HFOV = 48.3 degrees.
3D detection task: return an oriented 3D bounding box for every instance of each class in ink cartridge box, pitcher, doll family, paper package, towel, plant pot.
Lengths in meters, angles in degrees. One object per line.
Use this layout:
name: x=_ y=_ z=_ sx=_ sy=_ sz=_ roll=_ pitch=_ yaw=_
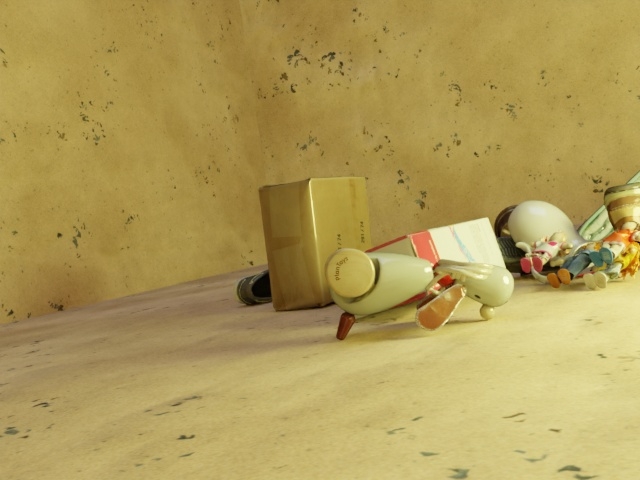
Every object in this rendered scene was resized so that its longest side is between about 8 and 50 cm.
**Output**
ink cartridge box: x=0.208 y=0.058 z=1.492 sx=0.306 sy=0.131 sz=0.226 roll=-9 pitch=-12 yaw=-46
pitcher: x=0.514 y=0.005 z=1.640 sx=0.177 sy=0.126 sz=0.207 roll=-28 pitch=45 yaw=-19
doll family: x=0.551 y=0.041 z=1.458 sx=0.163 sy=0.118 sz=0.263 roll=-31 pitch=13 yaw=-34
paper package: x=0.000 y=0.000 z=1.896 sx=0.168 sy=0.325 sz=0.309 roll=-7 pitch=1 yaw=32
towel: x=0.934 y=-0.111 z=2.191 sx=0.374 sy=0.090 sz=0.320 roll=-47 pitch=-14 yaw=17
plant pot: x=0.690 y=-0.029 z=2.488 sx=0.166 sy=0.167 sz=0.165 roll=-8 pitch=10 yaw=15

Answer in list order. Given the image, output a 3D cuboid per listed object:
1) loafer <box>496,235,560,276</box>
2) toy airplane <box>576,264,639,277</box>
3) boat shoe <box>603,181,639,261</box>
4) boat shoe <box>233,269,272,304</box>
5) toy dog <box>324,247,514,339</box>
loafer: x=0.520 y=0.037 z=1.772 sx=0.251 sy=0.094 sz=0.087 roll=4 pitch=-33 yaw=-17
toy airplane: x=0.625 y=0.063 z=1.556 sx=0.151 sy=0.028 sz=0.151 roll=-10 pitch=1 yaw=0
boat shoe: x=0.701 y=-0.010 z=1.562 sx=0.122 sy=0.120 sz=0.324 roll=-16 pitch=-31 yaw=35
boat shoe: x=-0.110 y=0.121 z=2.133 sx=0.305 sy=0.109 sz=0.091 roll=-17 pitch=7 yaw=-35
toy dog: x=0.147 y=0.105 z=1.225 sx=0.333 sy=0.161 sz=0.220 roll=6 pitch=0 yaw=25
